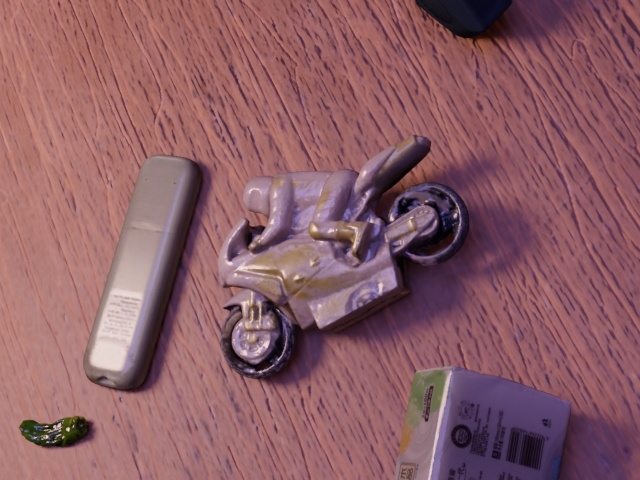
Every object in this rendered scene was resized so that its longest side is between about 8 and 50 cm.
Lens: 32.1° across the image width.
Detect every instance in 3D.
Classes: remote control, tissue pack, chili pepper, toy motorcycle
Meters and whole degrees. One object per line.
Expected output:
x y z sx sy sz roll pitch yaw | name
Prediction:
-0.227 0.035 1.406 0.090 0.038 0.309 7 74 21 | remote control
0.146 0.261 1.164 0.159 0.145 0.229 18 74 -22 | tissue pack
-0.329 0.236 1.379 0.091 0.034 0.030 -7 37 16 | chili pepper
0.000 0.000 1.309 0.341 0.108 0.223 -32 72 13 | toy motorcycle

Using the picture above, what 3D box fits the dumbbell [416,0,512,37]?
0.243 -0.400 1.347 0.144 0.160 0.325 44 90 -6 | dumbbell
